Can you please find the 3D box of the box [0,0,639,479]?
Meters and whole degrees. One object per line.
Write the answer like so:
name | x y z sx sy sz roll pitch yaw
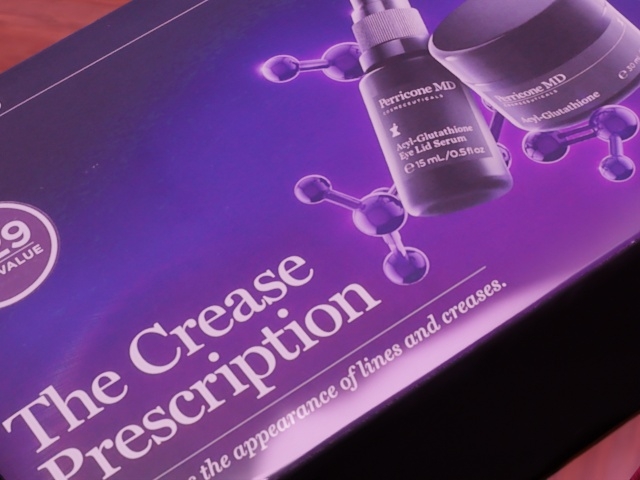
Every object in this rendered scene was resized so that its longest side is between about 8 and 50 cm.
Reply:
box | 0.000 0.000 0.567 0.261 0.103 0.184 -32 53 -17

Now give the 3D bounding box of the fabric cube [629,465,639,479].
fabric cube | 0.244 0.091 0.311 0.258 0.259 0.254 -9 63 -15
